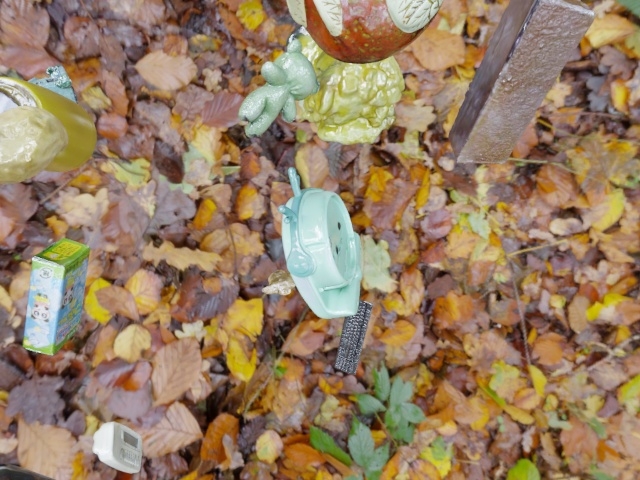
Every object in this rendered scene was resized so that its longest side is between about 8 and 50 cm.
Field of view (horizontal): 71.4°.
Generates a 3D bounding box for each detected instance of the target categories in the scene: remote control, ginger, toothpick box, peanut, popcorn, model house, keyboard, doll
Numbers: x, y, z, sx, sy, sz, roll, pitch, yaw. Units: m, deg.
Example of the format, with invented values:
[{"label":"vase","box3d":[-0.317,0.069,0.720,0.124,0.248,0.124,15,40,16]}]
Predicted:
[{"label":"remote control","box3d":[-0.474,0.492,1.053,0.049,0.230,0.090,-8,57,-8]},{"label":"ginger","box3d":[-0.111,0.155,1.690,0.214,0.133,0.058,-7,119,-1]},{"label":"toothpick box","box3d":[-0.591,-0.235,0.917,0.175,0.271,0.174,-1,95,-10]},{"label":"peanut","box3d":[-0.433,-0.122,0.547,0.230,0.098,0.103,-6,137,-52]},{"label":"popcorn","box3d":[0.063,-0.377,1.119,0.237,0.293,0.292,28,84,-52]},{"label":"model house","box3d":[-0.757,-0.403,1.215,0.149,0.148,0.119,-24,140,-26]},{"label":"keyboard","box3d":[0.077,0.231,1.065,0.060,0.018,0.195,15,107,16]},{"label":"doll","box3d":[-0.071,-0.228,0.677,0.150,0.078,0.115,-50,149,-16]}]

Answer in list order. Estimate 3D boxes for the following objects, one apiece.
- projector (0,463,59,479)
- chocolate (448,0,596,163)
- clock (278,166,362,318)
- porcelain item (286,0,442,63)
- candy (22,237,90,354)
[{"label":"projector","box3d":[-0.297,0.507,0.455,0.395,0.242,0.405,34,95,-19]},{"label":"chocolate","box3d":[0.340,-0.282,0.785,0.112,0.111,0.321,7,136,-7]},{"label":"clock","box3d":[0.000,0.000,0.623,0.210,0.066,0.159,60,28,-44]},{"label":"porcelain item","box3d":[0.062,-0.405,0.655,0.253,0.253,0.252,-2,96,-22]},{"label":"candy","box3d":[-0.491,0.104,0.831,0.062,0.097,0.194,17,110,-6]}]
